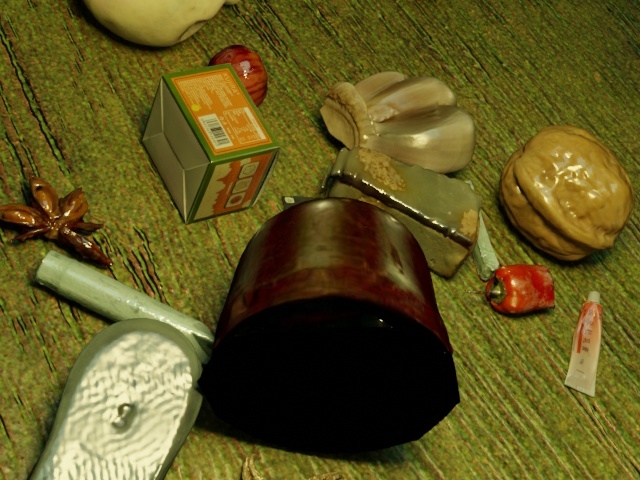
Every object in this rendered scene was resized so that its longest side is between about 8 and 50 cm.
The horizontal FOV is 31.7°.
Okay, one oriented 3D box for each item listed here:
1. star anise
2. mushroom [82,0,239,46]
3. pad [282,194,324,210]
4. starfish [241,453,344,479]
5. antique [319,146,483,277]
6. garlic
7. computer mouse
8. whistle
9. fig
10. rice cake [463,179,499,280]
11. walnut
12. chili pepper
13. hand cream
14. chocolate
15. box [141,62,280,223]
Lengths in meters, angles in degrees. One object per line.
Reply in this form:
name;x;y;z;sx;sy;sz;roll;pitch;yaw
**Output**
star anise;-0.425;-0.043;1.810;0.212;0.053;0.157;13;52;-12
mushroom;-0.276;-0.545;2.071;0.353;0.325;0.353;9;46;-10
pad;0.000;0.000;1.988;0.116;0.004;0.193;2;54;-23
starfish;-0.041;0.409;1.640;0.227;0.043;0.240;-17;60;-34
antique;0.140;-0.063;2.013;0.284;0.125;0.150;24;48;-6
garlic;0.170;-0.226;2.120;0.325;0.132;0.279;-12;50;-37
computer mouse;-0.291;0.285;1.578;0.188;0.122;0.371;23;56;-2
whistle;-0.293;0.106;1.750;0.312;0.062;0.062;26;49;-2
fig;-0.165;-0.295;2.075;0.150;0.128;0.128;-9;48;21
rice cake;0.291;-0.019;2.100;0.034;0.043;0.211;-1;55;-17
walnut;0.461;-0.083;2.100;0.257;0.224;0.257;34;30;-22
chili pepper;0.341;0.088;2.018;0.192;0.084;0.086;-2;23;-27
hand cream;0.481;0.181;2.042;0.052;0.038;0.216;6;52;16
chocolate;0.025;0.100;1.691;0.383;0.384;0.331;14;52;-13
box;-0.187;-0.167;1.921;0.148;0.177;0.195;-17;63;-31
